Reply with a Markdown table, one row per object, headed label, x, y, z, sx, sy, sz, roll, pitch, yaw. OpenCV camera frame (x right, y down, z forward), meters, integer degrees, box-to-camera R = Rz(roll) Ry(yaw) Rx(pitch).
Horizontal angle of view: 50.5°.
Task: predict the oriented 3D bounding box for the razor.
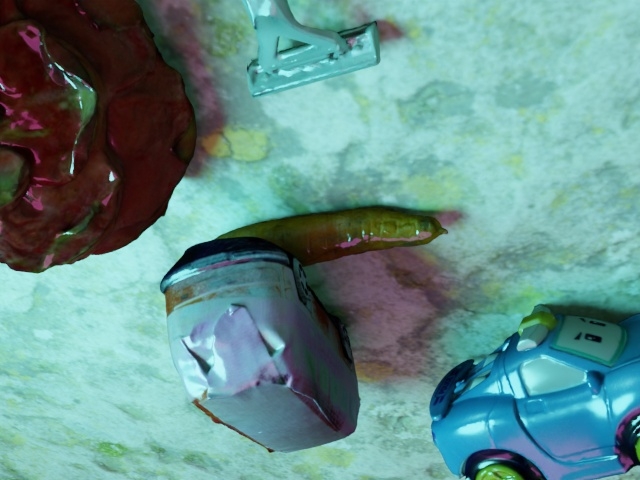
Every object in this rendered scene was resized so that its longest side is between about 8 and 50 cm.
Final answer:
| label | x | y | z | sx | sy | sz | roll | pitch | yaw |
| --- | --- | --- | --- | --- | --- | --- | --- | --- | --- |
| razor | -0.059 | -0.217 | 0.446 | 0.111 | 0.056 | 0.277 | -10 | 133 | 24 |

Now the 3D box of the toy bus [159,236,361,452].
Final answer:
| label | x | y | z | sx | sy | sz | roll | pitch | yaw |
| --- | --- | --- | --- | --- | --- | --- | --- | --- | --- |
| toy bus | -0.047 | 0.119 | 0.684 | 0.128 | 0.147 | 0.302 | -14 | 152 | 8 |

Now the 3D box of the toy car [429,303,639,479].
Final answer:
| label | x | y | z | sx | sy | sz | roll | pitch | yaw |
| --- | --- | --- | --- | --- | --- | --- | --- | --- | --- |
| toy car | 0.259 | 0.145 | 0.679 | 0.314 | 0.198 | 0.165 | -27 | 93 | 32 |

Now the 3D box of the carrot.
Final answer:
| label | x | y | z | sx | sy | sz | roll | pitch | yaw |
| --- | --- | --- | --- | --- | --- | --- | --- | --- | --- |
| carrot | 0.000 | 0.000 | 0.664 | 0.248 | 0.059 | 0.059 | -10 | 133 | 17 |

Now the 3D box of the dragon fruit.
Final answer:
| label | x | y | z | sx | sy | sz | roll | pitch | yaw |
| --- | --- | --- | --- | --- | --- | --- | --- | --- | --- |
| dragon fruit | -0.211 | -0.103 | 0.494 | 0.152 | 0.205 | 0.317 | -28 | 124 | 34 |
